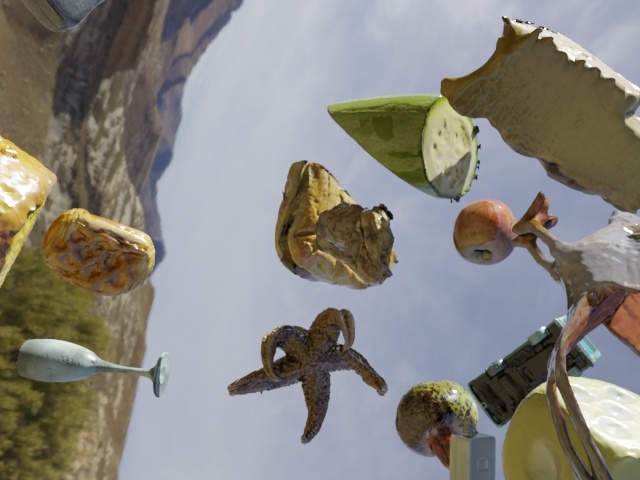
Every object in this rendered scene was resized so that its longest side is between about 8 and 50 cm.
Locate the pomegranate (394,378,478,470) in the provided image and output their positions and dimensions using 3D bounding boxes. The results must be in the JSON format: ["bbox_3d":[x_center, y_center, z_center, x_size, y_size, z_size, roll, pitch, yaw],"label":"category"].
[{"bbox_3d":[0.298,0.475,1.593,0.214,0.214,0.248,-61,-157,29],"label":"pomegranate"}]

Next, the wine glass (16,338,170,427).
[{"bbox_3d":[-0.497,0.276,1.291,0.264,0.310,0.096,-36,133,-85],"label":"wine glass"}]

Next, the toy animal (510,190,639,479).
[{"bbox_3d":[0.292,0.083,0.678,0.302,0.284,0.225,55,-25,36],"label":"toy animal"}]

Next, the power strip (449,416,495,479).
[{"bbox_3d":[0.319,0.545,1.334,0.058,0.098,0.338,-9,-103,53],"label":"power strip"}]

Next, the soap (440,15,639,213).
[{"bbox_3d":[0.368,-0.161,0.907,0.339,0.304,0.169,-16,148,-54],"label":"soap"}]

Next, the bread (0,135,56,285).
[{"bbox_3d":[-0.352,0.008,0.570,0.268,0.146,0.268,-48,-157,28],"label":"bread"}]

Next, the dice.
[{"bbox_3d":[0.356,0.290,0.824,0.169,0.169,0.166,-124,-135,-62],"label":"dice"}]

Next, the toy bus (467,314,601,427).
[{"bbox_3d":[0.464,0.283,1.377,0.256,0.147,0.128,-45,-113,27],"label":"toy bus"}]

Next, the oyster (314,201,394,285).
[{"bbox_3d":[0.041,0.001,1.063,0.345,0.079,0.128,-162,-117,-71],"label":"oyster"}]

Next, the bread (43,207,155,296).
[{"bbox_3d":[-0.227,0.014,0.652,0.083,0.111,0.044,-59,-158,19],"label":"bread"}]

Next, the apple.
[{"bbox_3d":[0.477,-0.027,1.839,0.188,0.188,0.173,-47,-154,52],"label":"apple"}]

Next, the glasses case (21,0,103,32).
[{"bbox_3d":[-0.330,-0.449,0.958,0.074,0.131,0.323,-4,-138,39],"label":"glasses case"}]

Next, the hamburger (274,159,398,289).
[{"bbox_3d":[0.000,0.002,1.408,0.162,0.330,0.209,-5,-140,54],"label":"hamburger"}]

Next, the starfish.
[{"bbox_3d":[-0.019,0.174,0.807,0.074,0.190,0.146,-130,-160,-83],"label":"starfish"}]

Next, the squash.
[{"bbox_3d":[0.126,-0.160,1.113,0.261,0.189,0.189,3,-107,43],"label":"squash"}]
